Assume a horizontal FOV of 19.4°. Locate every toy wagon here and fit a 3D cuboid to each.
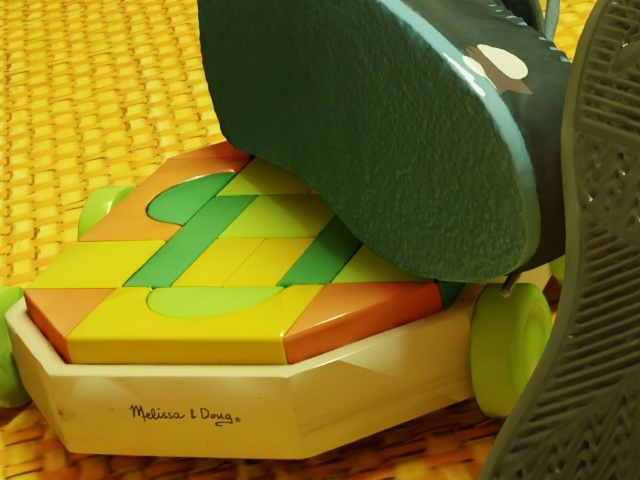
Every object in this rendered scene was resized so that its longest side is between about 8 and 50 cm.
[{"bbox_3d":[0.000,0.000,0.889,0.267,0.068,0.344,-1,25,23],"label":"toy wagon"}]

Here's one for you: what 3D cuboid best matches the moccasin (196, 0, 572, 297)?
[{"bbox_3d":[0.044,-0.080,0.795,0.117,0.137,0.342,-14,23,-17],"label":"moccasin"}]

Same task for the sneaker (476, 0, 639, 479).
[{"bbox_3d":[0.146,0.062,0.610,0.124,0.178,0.295,-9,58,47],"label":"sneaker"}]
